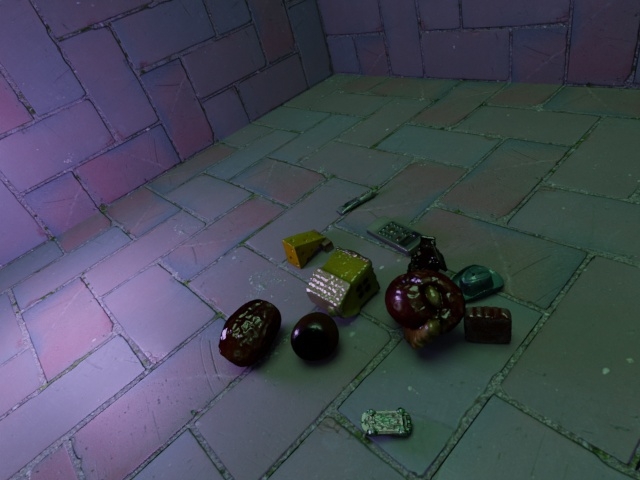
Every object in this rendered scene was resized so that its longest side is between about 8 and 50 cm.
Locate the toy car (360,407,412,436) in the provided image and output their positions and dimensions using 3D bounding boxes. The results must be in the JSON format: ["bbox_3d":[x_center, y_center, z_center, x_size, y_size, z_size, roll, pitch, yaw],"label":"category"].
[{"bbox_3d":[0.182,0.507,1.150,0.142,0.055,0.069,-3,46,4],"label":"toy car"}]

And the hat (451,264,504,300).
[{"bbox_3d":[0.541,0.135,1.447,0.191,0.078,0.138,-26,39,-9],"label":"hat"}]

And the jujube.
[{"bbox_3d":[-0.250,0.324,1.471,0.183,0.183,0.243,15,59,37],"label":"jujube"}]

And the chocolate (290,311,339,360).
[{"bbox_3d":[-0.015,0.321,1.409,0.176,0.177,0.177,-12,37,9],"label":"chocolate"}]

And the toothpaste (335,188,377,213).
[{"bbox_3d":[0.185,-0.197,2.069,0.233,0.038,0.060,-30,36,-10],"label":"toothpaste"}]

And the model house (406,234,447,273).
[{"bbox_3d":[0.380,0.073,1.531,0.141,0.164,0.203,-9,35,5],"label":"model house"}]

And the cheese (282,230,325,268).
[{"bbox_3d":[-0.067,0.018,1.835,0.171,0.126,0.093,-37,40,-28],"label":"cheese"}]

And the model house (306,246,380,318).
[{"bbox_3d":[0.071,0.166,1.536,0.193,0.175,0.234,22,49,41],"label":"model house"}]

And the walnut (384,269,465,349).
[{"bbox_3d":[0.319,0.220,1.317,0.221,0.269,0.244,2,76,-5],"label":"walnut"}]

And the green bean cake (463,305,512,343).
[{"bbox_3d":[0.505,0.255,1.262,0.135,0.136,0.056,-3,43,19],"label":"green bean cake"}]

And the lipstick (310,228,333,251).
[{"bbox_3d":[0.000,0.000,1.889,0.045,0.045,0.145,-35,40,-17],"label":"lipstick"}]

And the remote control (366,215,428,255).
[{"bbox_3d":[0.323,-0.029,1.789,0.123,0.038,0.285,-33,39,-18],"label":"remote control"}]
